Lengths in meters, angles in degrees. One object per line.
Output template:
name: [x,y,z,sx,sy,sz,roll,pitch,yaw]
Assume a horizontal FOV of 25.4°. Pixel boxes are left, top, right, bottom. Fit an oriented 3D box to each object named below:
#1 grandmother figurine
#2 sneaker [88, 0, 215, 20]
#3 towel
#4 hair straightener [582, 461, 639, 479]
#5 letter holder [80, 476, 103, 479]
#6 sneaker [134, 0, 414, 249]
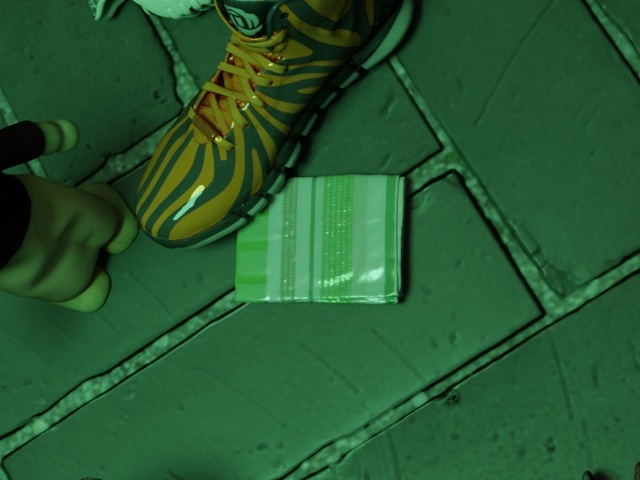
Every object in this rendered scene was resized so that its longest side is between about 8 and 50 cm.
grandmother figurine: [-0.268,-0.011,1.136,0.104,0.342,0.208,15,84,19]
sneaker: [-0.103,-0.246,1.278,0.235,0.090,0.095,2,93,22]
towel: [0.000,0.000,1.224,0.152,0.023,0.113,-1,77,19]
hair straightener: [0.224,0.290,1.089,0.089,0.047,0.230,-10,81,16]
letter holder: [-0.135,0.369,1.089,0.214,0.152,0.302,20,55,-21]
sneaker: [-0.068,-0.144,1.179,0.124,0.180,0.321,39,90,27]
